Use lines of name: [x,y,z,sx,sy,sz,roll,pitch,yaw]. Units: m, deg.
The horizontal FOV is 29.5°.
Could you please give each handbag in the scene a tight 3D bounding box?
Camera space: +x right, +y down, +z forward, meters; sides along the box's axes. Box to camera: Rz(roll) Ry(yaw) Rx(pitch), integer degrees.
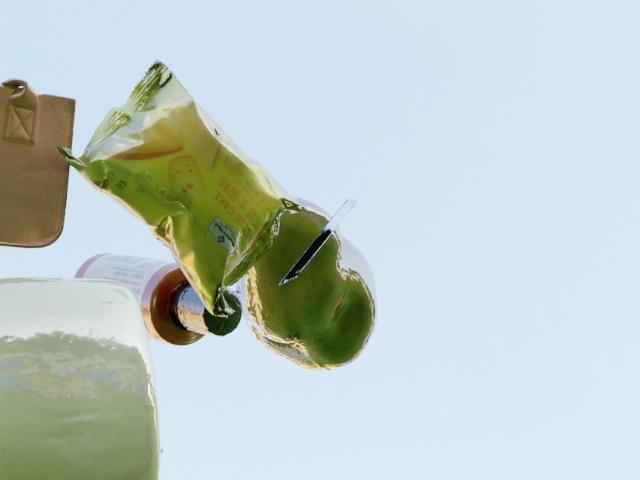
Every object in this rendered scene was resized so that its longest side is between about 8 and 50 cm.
handbag: [-0.332,-0.079,1.094,0.212,0.059,0.157,8,-91,-35]

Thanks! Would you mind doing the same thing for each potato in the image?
potato: [-0.029,0.056,1.832,0.202,0.218,0.351,-40,-43,-13]

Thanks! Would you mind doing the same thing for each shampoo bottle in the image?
shampoo bottle: [-0.203,0.076,1.539,0.104,0.278,0.104,-4,-84,-41]

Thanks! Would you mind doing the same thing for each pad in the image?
pad: [0.000,0.000,1.279,0.003,0.157,0.112,39,-85,3]

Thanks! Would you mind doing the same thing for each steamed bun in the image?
steamed bun: [-0.208,0.145,0.837,0.200,0.250,0.155,1,-16,-24]

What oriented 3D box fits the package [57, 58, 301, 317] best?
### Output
package: [-0.128,-0.053,1.168,0.226,0.168,0.090,43,-34,-10]
